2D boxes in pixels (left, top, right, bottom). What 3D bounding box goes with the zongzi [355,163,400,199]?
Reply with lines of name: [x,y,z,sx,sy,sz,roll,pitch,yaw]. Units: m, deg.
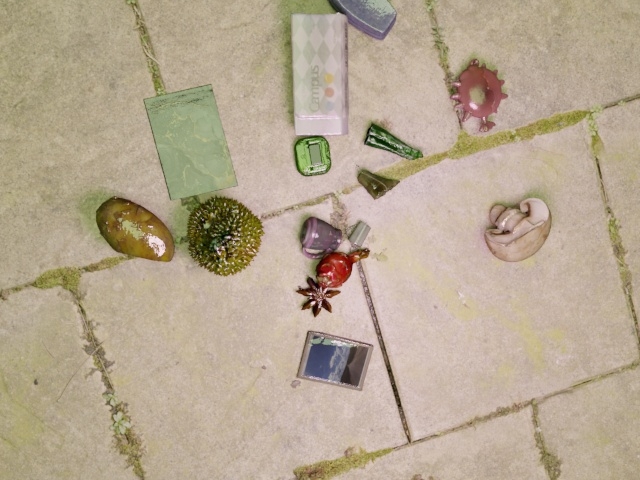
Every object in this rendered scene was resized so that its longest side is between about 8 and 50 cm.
zongzi: [0.201,-0.236,1.827,0.130,0.062,0.154,-37,81,-22]

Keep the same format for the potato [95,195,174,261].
potato: [-0.631,-0.025,1.715,0.298,0.141,0.176,39,100,-7]

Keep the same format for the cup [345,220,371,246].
cup: [0.138,-0.026,1.835,0.054,0.075,0.083,32,88,-44]

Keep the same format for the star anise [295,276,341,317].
star anise: [-0.005,0.202,1.832,0.167,0.057,0.168,0,90,-4]

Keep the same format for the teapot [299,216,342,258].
teapot: [0.003,-0.001,1.790,0.146,0.116,0.148,14,89,-18]

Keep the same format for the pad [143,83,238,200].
pad: [-0.456,-0.344,1.770,0.247,0.007,0.368,-14,96,-4]

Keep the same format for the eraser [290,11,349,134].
eraser: [0.003,-0.565,1.727,0.213,0.082,0.397,-4,102,-11]

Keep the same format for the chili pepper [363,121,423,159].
chili pepper: [0.272,-0.346,1.810,0.226,0.059,0.088,20,88,-8]

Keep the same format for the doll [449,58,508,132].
doll: [0.574,-0.521,1.803,0.211,0.093,0.262,-19,96,-6]

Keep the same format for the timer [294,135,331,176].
timer: [-0.027,-0.301,1.791,0.128,0.047,0.140,-8,96,-5]

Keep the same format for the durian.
durian: [-0.319,-0.011,1.714,0.291,0.224,0.291,-8,68,19]

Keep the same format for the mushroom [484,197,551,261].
mushroom: [0.715,-0.028,1.831,0.253,0.195,0.189,-36,130,-7]

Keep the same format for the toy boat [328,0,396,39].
toy boat: [0.133,-0.821,1.746,0.283,0.078,0.127,33,95,-8]

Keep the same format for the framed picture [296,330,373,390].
framed picture: [0.056,0.451,1.879,0.259,0.023,0.189,14,96,-7]

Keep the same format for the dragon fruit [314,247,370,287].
dragon fruit: [0.084,0.087,1.794,0.246,0.125,0.125,-30,132,-22]
